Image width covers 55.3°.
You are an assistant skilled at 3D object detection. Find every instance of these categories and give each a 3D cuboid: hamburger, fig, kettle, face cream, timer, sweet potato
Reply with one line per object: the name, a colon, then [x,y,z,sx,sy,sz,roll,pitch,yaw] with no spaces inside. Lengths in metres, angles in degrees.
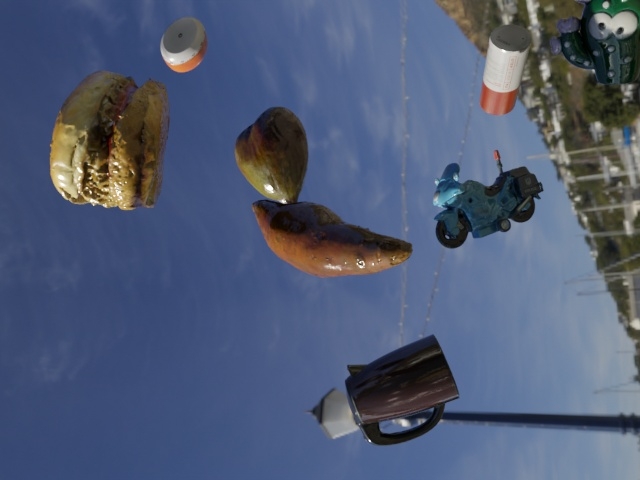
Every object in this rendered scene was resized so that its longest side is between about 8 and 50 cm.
hamburger: [-0.349,-0.171,1.043,0.244,0.162,0.245,-174,90,-83]
fig: [-0.092,-0.141,1.306,0.145,0.170,0.275,-10,-97,-48]
kettle: [0.177,0.335,1.343,0.144,0.232,0.202,-79,-33,-83]
face cream: [0.457,-0.420,1.523,0.214,0.095,0.096,80,-161,-57]
timer: [-0.328,-0.471,1.498,0.136,0.099,0.136,-46,-16,-17]
sweet potato: [-0.004,0.000,0.970,0.112,0.359,0.112,-20,-59,-36]

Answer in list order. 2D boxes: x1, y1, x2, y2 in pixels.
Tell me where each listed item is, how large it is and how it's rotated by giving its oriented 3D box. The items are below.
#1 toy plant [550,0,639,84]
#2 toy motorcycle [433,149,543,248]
toy plant: [0.636,-0.463,1.317,0.112,0.232,0.243,-47,-22,-46]
toy motorcycle: [0.364,-0.101,1.375,0.123,0.272,0.182,173,78,-76]
